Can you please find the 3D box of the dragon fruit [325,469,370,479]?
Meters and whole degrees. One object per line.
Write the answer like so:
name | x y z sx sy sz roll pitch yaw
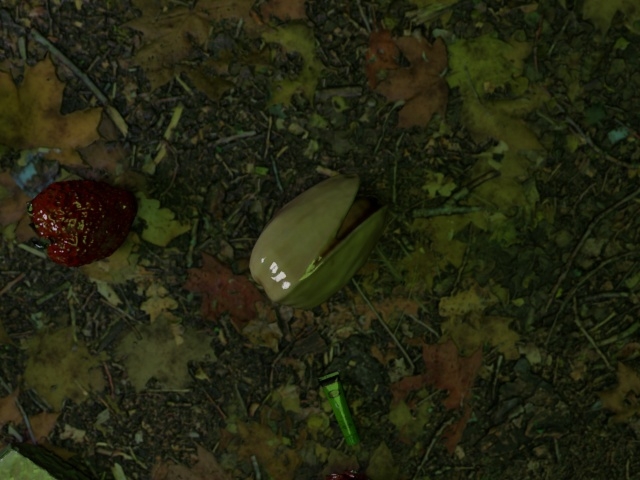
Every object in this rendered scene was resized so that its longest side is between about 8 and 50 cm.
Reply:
dragon fruit | 0.041 0.438 1.329 0.121 0.130 0.142 -15 100 -33

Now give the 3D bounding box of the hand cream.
hand cream | 0.033 0.272 1.343 0.036 0.023 0.122 -20 95 5

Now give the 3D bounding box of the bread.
bread | -0.431 0.420 1.332 0.172 0.064 0.232 -12 101 0

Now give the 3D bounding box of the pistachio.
pistachio | 0.000 0.000 1.235 0.157 0.157 0.229 45 83 -8

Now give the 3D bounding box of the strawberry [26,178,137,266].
strawberry | -0.353 -0.026 1.235 0.148 0.131 0.131 -6 99 7
